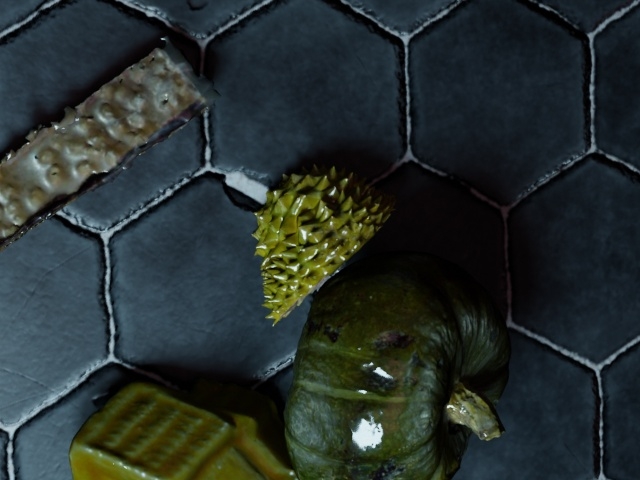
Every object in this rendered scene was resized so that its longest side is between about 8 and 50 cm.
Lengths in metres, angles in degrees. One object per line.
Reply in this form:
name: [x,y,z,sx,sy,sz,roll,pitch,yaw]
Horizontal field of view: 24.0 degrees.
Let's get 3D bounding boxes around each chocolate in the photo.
chocolate: [-0.267,-0.099,1.693,0.329,0.065,0.102,-37,87,-13]

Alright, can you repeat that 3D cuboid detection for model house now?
model house: [-0.160,0.265,1.734,0.239,0.173,0.268,50,48,-4]

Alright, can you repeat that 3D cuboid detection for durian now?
durian: [0.002,0.000,1.775,0.182,0.165,0.132,-21,139,13]

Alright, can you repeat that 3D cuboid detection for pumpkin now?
pumpkin: [0.099,0.137,1.692,0.325,0.242,0.232,-52,145,-41]
